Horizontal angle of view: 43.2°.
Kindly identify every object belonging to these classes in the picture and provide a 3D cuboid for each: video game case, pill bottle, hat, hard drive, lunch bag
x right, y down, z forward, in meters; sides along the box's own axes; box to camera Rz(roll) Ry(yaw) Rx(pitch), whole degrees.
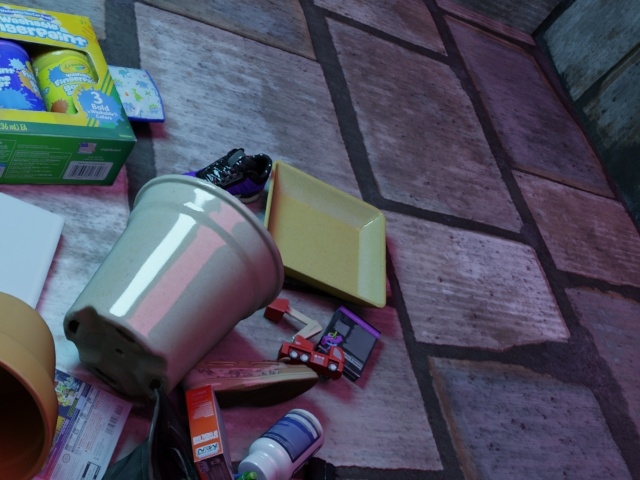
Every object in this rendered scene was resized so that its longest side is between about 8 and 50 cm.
[{"bbox_3d":[-0.428,0.317,1.337,0.183,0.023,0.201,29,41,-15],"label":"video game case"},{"bbox_3d":[-0.074,0.393,1.498,0.094,0.094,0.169,48,39,8],"label":"pill bottle"},{"bbox_3d":[-0.266,0.391,1.261,0.133,0.331,0.331,-15,56,-2],"label":"hat"},{"bbox_3d":[-0.605,0.053,1.420,0.233,0.047,0.353,23,41,-21],"label":"hard drive"},{"bbox_3d":[-0.443,-0.327,1.872,0.128,0.096,0.151,-4,47,-42],"label":"lunch bag"}]

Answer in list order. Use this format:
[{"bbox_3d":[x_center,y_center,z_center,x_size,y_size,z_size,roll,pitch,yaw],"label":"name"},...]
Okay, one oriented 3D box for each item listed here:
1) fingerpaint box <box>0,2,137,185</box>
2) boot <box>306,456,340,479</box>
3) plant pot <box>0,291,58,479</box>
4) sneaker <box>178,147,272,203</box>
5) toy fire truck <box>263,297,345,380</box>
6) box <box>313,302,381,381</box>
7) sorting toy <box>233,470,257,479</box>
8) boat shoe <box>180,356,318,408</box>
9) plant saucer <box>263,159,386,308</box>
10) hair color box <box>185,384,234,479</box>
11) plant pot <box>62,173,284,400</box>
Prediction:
[{"bbox_3d":[-0.646,-0.304,1.628,0.444,0.163,0.371,-1,55,-40],"label":"fingerpaint box"},{"bbox_3d":[-0.019,0.455,1.526,0.121,0.045,0.099,34,41,-20],"label":"boot"},{"bbox_3d":[-0.515,0.205,1.188,0.290,0.291,0.203,28,25,-15],"label":"plant pot"},{"bbox_3d":[-0.224,-0.151,1.845,0.293,0.146,0.102,-18,66,-47],"label":"sneaker"},{"bbox_3d":[-0.035,0.209,1.719,0.192,0.047,0.135,19,51,-7],"label":"toy fire truck"},{"bbox_3d":[0.062,0.228,1.819,0.116,0.029,0.162,38,37,-3],"label":"box"},{"bbox_3d":[-0.047,0.538,1.360,0.127,0.126,0.366,-21,70,-48],"label":"sorting toy"},{"bbox_3d":[-0.133,0.263,1.564,0.285,0.105,0.089,3,49,-35],"label":"boat shoe"},{"bbox_3d":[0.000,0.000,1.942,0.332,0.081,0.333,24,42,-19],"label":"plant saucer"},{"bbox_3d":[-0.193,0.344,1.405,0.053,0.093,0.167,-16,34,-6],"label":"hair color box"},{"bbox_3d":[-0.280,0.104,1.457,0.333,0.334,0.305,38,49,-4],"label":"plant pot"}]
